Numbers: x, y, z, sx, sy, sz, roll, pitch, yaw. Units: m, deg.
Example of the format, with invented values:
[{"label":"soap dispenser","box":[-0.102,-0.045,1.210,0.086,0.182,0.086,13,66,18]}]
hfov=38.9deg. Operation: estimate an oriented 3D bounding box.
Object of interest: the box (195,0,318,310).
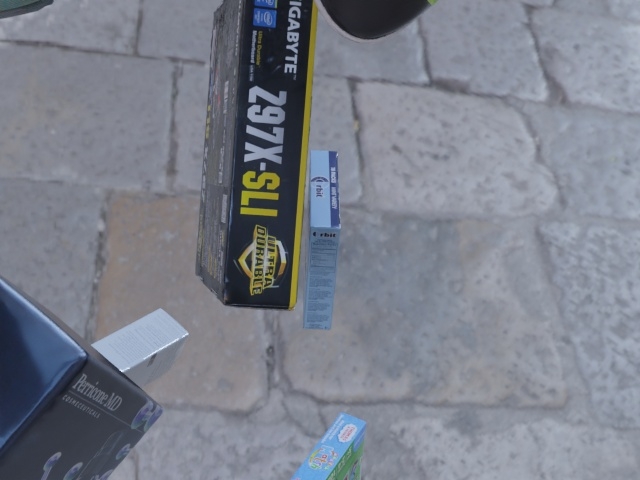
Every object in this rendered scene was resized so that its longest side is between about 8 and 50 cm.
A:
[{"label":"box","box":[-0.075,-0.102,0.962,0.079,0.321,0.257,4,3,-12]}]

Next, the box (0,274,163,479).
[{"label":"box","box":[-0.404,0.247,0.976,0.212,0.293,0.395,35,77,17]}]

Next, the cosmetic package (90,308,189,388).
[{"label":"cosmetic package","box":[-0.353,0.222,1.635,0.085,0.117,0.231,39,33,13]}]

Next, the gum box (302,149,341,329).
[{"label":"gum box","box":[0.000,0.000,1.209,0.041,0.184,0.157,3,42,-3]}]

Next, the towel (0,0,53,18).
[{"label":"towel","box":[-0.340,-0.186,0.391,0.370,0.271,0.040,-12,47,-2]}]

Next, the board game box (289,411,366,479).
[{"label":"board game box","box":[-0.003,0.328,1.035,0.039,0.211,0.160,17,32,21]}]

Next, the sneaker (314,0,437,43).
[{"label":"sneaker","box":[0.055,-0.172,0.401,0.084,0.234,0.097,34,43,-7]}]
